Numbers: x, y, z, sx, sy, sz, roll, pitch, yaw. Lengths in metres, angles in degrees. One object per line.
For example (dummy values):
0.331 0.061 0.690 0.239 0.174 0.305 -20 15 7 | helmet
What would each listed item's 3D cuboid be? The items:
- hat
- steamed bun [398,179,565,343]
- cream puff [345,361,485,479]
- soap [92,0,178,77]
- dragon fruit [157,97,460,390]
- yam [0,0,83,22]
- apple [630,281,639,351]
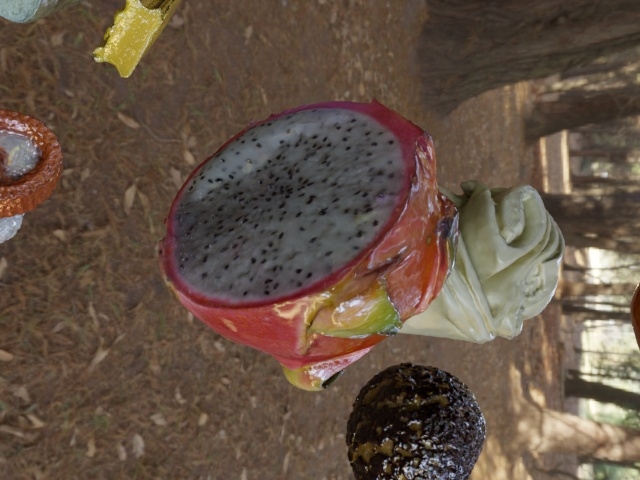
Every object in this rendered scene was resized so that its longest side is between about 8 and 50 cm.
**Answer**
-0.310 -0.049 0.545 0.112 0.162 0.093 -5 75 -33 | hat
0.209 0.007 0.855 0.276 0.289 0.203 -105 -163 -63 | steamed bun
0.137 0.302 0.910 0.165 0.239 0.239 39 44 -11 | cream puff
-0.442 -0.549 1.436 0.096 0.204 0.324 32 27 -21 | soap
0.000 0.000 0.587 0.189 0.291 0.290 59 39 -48 | dragon fruit
-0.451 -0.470 0.992 0.330 0.133 0.133 -75 154 -56 | yam
0.487 0.104 0.624 0.242 0.241 0.241 23 59 -43 | apple
